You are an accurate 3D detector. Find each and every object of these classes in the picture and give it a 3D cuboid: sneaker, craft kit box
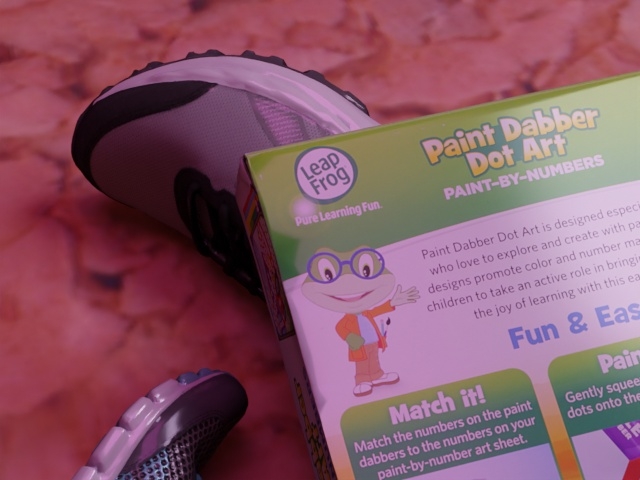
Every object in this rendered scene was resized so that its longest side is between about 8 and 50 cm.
[{"bbox_3d":[-0.071,0.122,0.626,0.076,0.065,0.166,34,58,10],"label":"sneaker"},{"bbox_3d":[0.117,0.060,0.608,0.250,0.061,0.246,-12,74,-10],"label":"craft kit box"},{"bbox_3d":[0.000,0.000,0.706,0.271,0.100,0.108,22,56,21],"label":"sneaker"}]
